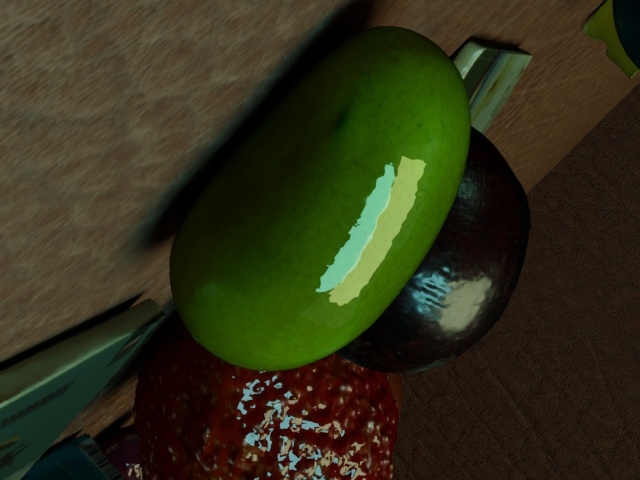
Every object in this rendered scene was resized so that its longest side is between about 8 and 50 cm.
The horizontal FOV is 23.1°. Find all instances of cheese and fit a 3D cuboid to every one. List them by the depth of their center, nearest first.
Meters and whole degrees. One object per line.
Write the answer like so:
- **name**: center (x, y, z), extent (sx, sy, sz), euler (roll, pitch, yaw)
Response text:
- **cheese**: center (0.404, -0.283, 1.874), extent (0.171, 0.093, 0.126), euler (-44, 175, 12)

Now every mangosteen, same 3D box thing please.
- **mangosteen**: center (0.055, -0.008, 1.245), extent (0.216, 0.216, 0.216), euler (-42, 173, -7)

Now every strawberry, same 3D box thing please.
- **strawberry**: center (-0.050, 0.144, 1.423), extent (0.257, 0.257, 0.277), euler (-39, 141, -27)

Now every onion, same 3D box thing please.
- **onion**: center (-0.204, 0.245, 1.670), extent (0.107, 0.097, 0.107), euler (-29, 150, -19)

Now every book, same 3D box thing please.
- **book**: center (-0.290, 0.198, 1.183), extent (0.379, 0.031, 0.264), euler (-47, 173, 27)
- **book**: center (0.126, -0.109, 1.542), extent (0.201, 0.026, 0.289), euler (-57, 168, 14)

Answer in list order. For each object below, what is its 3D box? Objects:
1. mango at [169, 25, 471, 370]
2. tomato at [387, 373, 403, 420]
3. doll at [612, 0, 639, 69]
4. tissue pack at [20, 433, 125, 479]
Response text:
- **mango**: center (0.008, -0.024, 1.063), extent (0.273, 0.149, 0.185), euler (-51, 168, 21)
- **tomato**: center (-0.016, 0.210, 1.979), extent (0.256, 0.224, 0.256), euler (-57, 175, -8)
- **doll**: center (0.432, -0.281, 1.658), extent (0.322, 0.198, 0.186), euler (-50, -172, -17)
- **tissue pack**: center (-0.216, 0.339, 1.459), extent (0.134, 0.271, 0.192), euler (-42, 172, 23)
